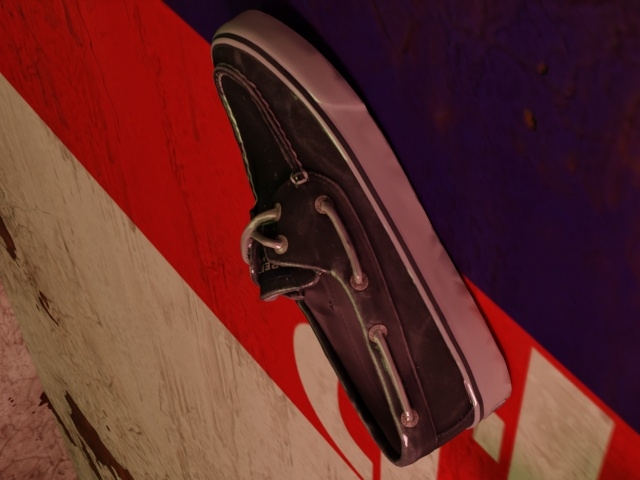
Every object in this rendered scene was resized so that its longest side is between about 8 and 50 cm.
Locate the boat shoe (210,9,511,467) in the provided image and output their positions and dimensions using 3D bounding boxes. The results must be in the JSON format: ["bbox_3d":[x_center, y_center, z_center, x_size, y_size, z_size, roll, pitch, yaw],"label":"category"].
[{"bbox_3d":[0.000,0.000,0.728,0.301,0.102,0.108,60,158,-2],"label":"boat shoe"}]
